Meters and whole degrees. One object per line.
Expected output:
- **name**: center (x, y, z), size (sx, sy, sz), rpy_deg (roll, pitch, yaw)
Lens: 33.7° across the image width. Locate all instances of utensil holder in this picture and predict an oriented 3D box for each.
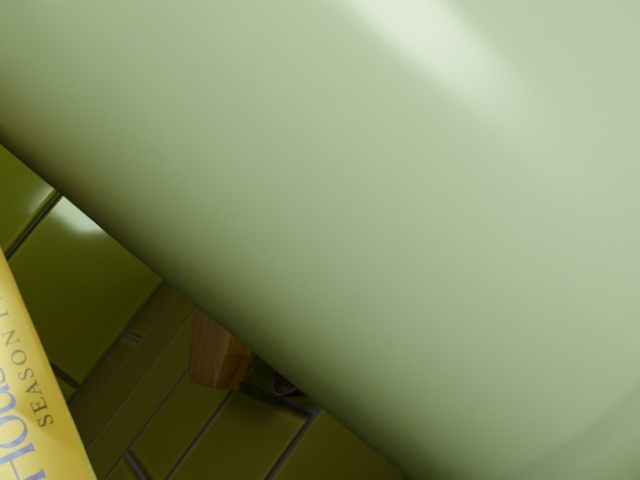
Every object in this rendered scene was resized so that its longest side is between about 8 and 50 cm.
- **utensil holder**: center (0.032, -0.076, 0.604), size (0.327, 0.385, 0.327), rpy_deg (-49, 12, 13)

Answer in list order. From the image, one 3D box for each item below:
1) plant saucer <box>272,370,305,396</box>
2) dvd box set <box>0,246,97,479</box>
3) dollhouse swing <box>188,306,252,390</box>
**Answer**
- **plant saucer**: center (0.016, 0.091, 1.035), size (0.168, 0.029, 0.168), rpy_deg (-47, 12, 13)
- **dvd box set**: center (-0.216, 0.107, 0.625), size (0.062, 0.420, 0.307), rpy_deg (-22, -2, -30)
- **dollhouse swing**: center (0.000, 0.000, 1.221), size (0.347, 0.315, 0.305), rpy_deg (158, 106, -74)
